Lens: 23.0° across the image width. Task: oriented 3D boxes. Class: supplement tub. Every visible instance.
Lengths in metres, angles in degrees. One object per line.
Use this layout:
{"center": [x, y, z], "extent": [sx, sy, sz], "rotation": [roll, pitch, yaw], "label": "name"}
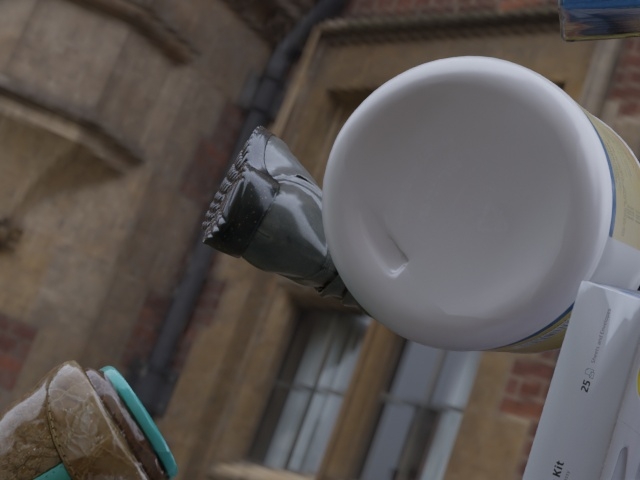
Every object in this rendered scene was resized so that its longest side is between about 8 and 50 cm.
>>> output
{"center": [0.098, -0.012, 0.836], "extent": [0.144, 0.144, 0.200], "rotation": [13, 0, 21], "label": "supplement tub"}

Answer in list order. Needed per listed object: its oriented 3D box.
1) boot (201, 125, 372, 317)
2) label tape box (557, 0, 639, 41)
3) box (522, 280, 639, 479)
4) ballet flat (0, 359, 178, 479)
{"center": [0.000, 0.000, 1.146], "extent": [0.161, 0.083, 0.246], "rotation": [29, 11, -7], "label": "boot"}
{"center": [0.334, -0.248, 1.391], "extent": [0.249, 0.115, 0.348], "rotation": [-4, 3, 10], "label": "label tape box"}
{"center": [0.156, 0.100, 0.684], "extent": [0.038, 0.145, 0.186], "rotation": [20, 7, 41], "label": "box"}
{"center": [-0.150, 0.141, 0.881], "extent": [0.116, 0.124, 0.342], "rotation": [59, -11, 3], "label": "ballet flat"}
